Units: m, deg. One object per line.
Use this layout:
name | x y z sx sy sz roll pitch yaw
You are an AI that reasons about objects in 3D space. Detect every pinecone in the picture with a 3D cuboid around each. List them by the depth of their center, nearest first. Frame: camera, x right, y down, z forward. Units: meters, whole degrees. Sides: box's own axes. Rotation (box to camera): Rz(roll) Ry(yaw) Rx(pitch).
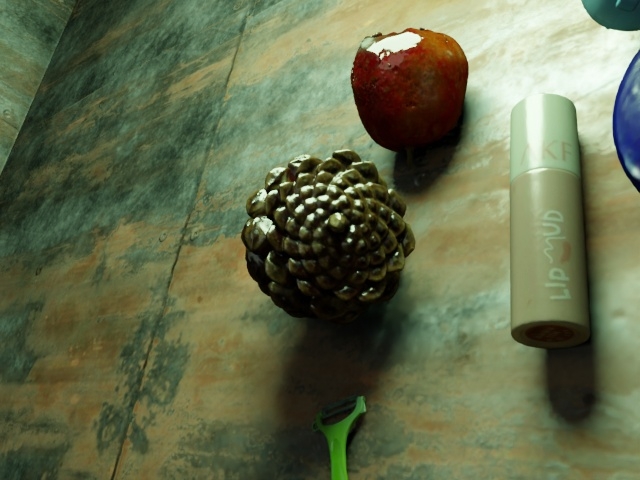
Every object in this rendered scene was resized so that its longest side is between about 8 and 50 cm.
pinecone | 0.000 0.000 0.819 0.208 0.208 0.207 -25 49 32

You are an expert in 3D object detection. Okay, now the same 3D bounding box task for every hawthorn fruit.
hawthorn fruit | 0.112 -0.178 0.870 0.148 0.148 0.172 -5 89 44

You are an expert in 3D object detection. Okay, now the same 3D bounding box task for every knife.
knife | 0.022 0.250 0.749 0.078 0.023 0.166 -33 44 33

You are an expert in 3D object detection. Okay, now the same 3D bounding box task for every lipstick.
lipstick | 0.223 -0.025 0.690 0.070 0.070 0.254 -16 54 38

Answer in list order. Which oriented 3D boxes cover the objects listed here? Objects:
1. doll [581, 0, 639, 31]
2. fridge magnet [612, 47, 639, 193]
doll | 0.334 -0.327 0.702 0.141 0.177 0.314 21 55 8
fridge magnet | 0.375 -0.122 0.569 0.265 0.113 0.265 -24 50 32
